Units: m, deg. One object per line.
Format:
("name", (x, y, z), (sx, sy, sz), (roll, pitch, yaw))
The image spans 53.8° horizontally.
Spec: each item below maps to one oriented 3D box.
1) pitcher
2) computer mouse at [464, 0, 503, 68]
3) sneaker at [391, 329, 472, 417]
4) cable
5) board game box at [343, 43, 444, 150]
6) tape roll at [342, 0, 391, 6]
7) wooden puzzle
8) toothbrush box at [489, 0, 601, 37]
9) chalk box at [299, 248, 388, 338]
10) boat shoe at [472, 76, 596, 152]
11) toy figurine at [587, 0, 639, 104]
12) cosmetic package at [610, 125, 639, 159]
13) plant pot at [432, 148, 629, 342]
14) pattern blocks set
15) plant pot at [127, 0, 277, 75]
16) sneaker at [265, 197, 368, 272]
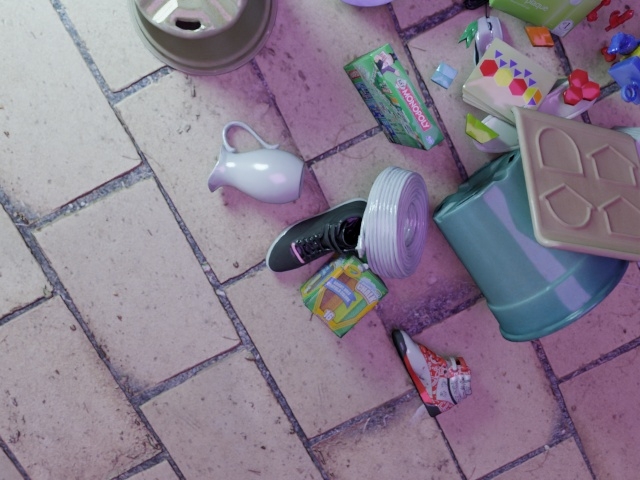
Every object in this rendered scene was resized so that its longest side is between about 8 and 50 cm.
("pitcher", (-0.139, -0.179, 1.452), (0.207, 0.125, 0.178), (10, 86, 4))
("computer mouse", (0.394, -0.483, 1.466), (0.105, 0.042, 0.193), (-9, 103, -5))
("sneaker", (0.292, 0.313, 1.613), (0.144, 0.090, 0.270), (-27, 107, 0))
("cable", (0.176, -0.040, 1.438), (0.089, 0.257, 0.257), (7, 87, 26))
("board game box", (0.146, -0.299, 1.341), (0.046, 0.317, 0.214), (-33, 104, 0))
("tape roll", (0.106, -0.643, 1.337), (0.274, 0.090, 0.275), (4, 113, 9))
("wooden puzzle", (0.548, -0.107, 1.323), (0.321, 0.080, 0.348), (8, 60, -20))
("toothbrush box", (0.517, -0.591, 1.316), (0.206, 0.283, 0.122), (16, 59, -18))
("chalk box", (0.071, 0.102, 1.520), (0.132, 0.132, 0.213), (43, 95, -13))
("boat shoe", (0.494, -0.298, 1.493), (0.304, 0.091, 0.109), (-25, 109, 3))
("toy figurine", (0.709, -0.359, 1.406), (0.362, 0.191, 0.217), (43, 62, -18))
("cosmetic package", (0.719, -0.158, 1.515), (0.183, 0.151, 0.151), (-42, 104, 5))
("plant pot", (0.457, -0.006, 1.451), (0.341, 0.341, 0.334), (-39, 95, 4))
("pattern blocks set", (0.429, -0.348, 1.425), (0.325, 0.026, 0.285), (42, 96, -1))
("plant pot", (-0.248, -0.507, 1.263), (0.333, 0.305, 0.334), (-1, 102, -5))
("sneaker", (0.000, -0.001, 1.483), (0.295, 0.147, 0.105), (-29, 106, 3))
